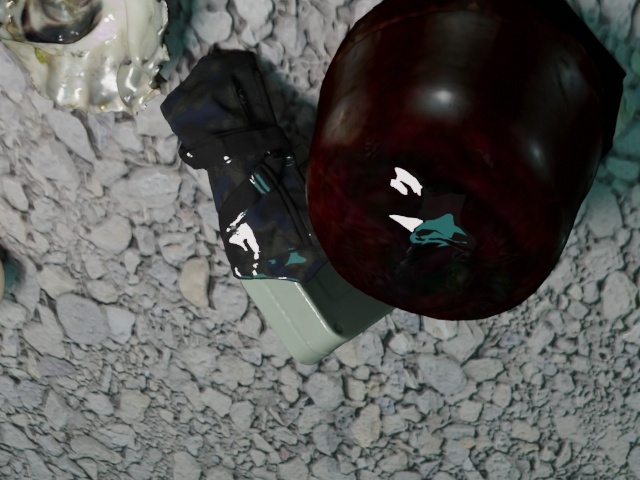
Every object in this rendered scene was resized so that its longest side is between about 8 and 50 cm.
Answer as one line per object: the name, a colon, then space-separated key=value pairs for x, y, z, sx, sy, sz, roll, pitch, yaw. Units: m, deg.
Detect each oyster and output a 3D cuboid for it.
oyster: x=-0.275 y=-0.279 z=1.494 sx=0.237 sy=0.115 sz=0.351 roll=21 pitch=132 yaw=2

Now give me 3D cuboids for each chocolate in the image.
chocolate: x=0.161 y=-0.073 z=1.461 sx=0.383 sy=0.331 sz=0.384 roll=4 pitch=136 yaw=4

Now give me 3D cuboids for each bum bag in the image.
bum bag: x=-0.090 y=-0.084 z=1.544 sx=0.137 sy=0.310 sz=0.074 roll=-24 pitch=170 yaw=-2

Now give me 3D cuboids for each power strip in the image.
power strip: x=0.000 y=0.000 z=1.656 sx=0.141 sy=0.229 sz=0.261 roll=-38 pitch=84 yaw=37

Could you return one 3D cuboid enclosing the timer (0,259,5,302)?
timer: x=-0.599 y=0.098 z=1.950 sx=0.175 sy=0.175 sz=0.266 roll=25 pitch=152 yaw=-14
